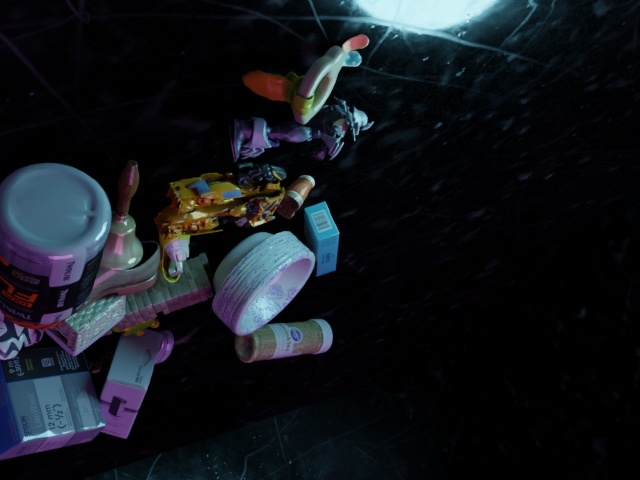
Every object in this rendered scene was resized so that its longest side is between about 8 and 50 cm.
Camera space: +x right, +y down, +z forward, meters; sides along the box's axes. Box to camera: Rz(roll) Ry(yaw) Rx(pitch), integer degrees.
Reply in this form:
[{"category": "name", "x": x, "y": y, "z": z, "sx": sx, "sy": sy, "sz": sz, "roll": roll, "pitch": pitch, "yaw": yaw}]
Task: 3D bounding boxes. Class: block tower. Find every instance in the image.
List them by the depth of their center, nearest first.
[{"category": "block tower", "x": -0.429, "y": 0.141, "z": 2.042, "sx": 0.335, "sy": 0.097, "sz": 0.091, "roll": -21, "pitch": 158, "yaw": -11}]

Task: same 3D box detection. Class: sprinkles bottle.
[{"category": "sprinkles bottle", "x": -0.121, "y": 0.337, "z": 2.754, "sx": 0.355, "sy": 0.121, "sz": 0.121, "roll": -1, "pitch": 148, "yaw": -45}]

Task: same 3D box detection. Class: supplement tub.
[{"category": "supplement tub", "x": -0.521, "y": 0.025, "z": 1.539, "sx": 0.207, "sy": 0.207, "sz": 0.338, "roll": -11, "pitch": 154, "yaw": -30}]

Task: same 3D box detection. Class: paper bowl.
[{"category": "paper bowl", "x": -0.159, "y": 0.093, "z": 2.070, "sx": 0.284, "sy": 0.148, "sz": 0.284, "roll": -42, "pitch": 164, "yaw": -15}]

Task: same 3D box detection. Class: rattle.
[{"category": "rattle", "x": -0.023, "y": -0.325, "z": 1.508, "sx": 0.200, "sy": 0.142, "sz": 0.130, "roll": -59, "pitch": 153, "yaw": -12}]

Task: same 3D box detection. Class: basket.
[{"category": "basket", "x": -0.542, "y": 0.163, "z": 1.880, "sx": 0.167, "sy": 0.113, "sz": 0.103, "roll": -43, "pitch": 169, "yaw": -38}]

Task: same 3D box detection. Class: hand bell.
[{"category": "hand bell", "x": -0.399, "y": -0.067, "z": 1.639, "sx": 0.126, "sy": 0.126, "sz": 0.242, "roll": -9, "pitch": 140, "yaw": -33}]

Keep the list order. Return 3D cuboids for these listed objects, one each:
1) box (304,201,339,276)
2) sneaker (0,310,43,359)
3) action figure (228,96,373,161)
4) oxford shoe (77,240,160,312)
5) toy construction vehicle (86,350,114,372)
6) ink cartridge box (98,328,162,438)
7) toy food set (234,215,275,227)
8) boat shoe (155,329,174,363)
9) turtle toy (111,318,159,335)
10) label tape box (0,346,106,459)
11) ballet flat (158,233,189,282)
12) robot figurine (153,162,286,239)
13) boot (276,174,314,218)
[{"category": "box", "x": 0.000, "y": 0.000, "z": 2.155, "sx": 0.060, "sy": 0.101, "sz": 0.244, "roll": -19, "pitch": 157, "yaw": -10}, {"category": "sneaker", "x": -0.679, "y": 0.156, "z": 1.827, "sx": 0.094, "sy": 0.153, "sz": 0.235, "roll": 15, "pitch": -167, "yaw": 5}, {"category": "action figure", "x": -0.035, "y": -0.214, "z": 1.595, "sx": 0.285, "sy": 0.099, "sz": 0.185, "roll": -9, "pitch": -162, "yaw": -8}, {"category": "oxford shoe", "x": -0.514, "y": 0.068, "z": 1.783, "sx": 0.348, "sy": 0.123, "sz": 0.130, "roll": -20, "pitch": 152, "yaw": -35}, {"category": "toy construction vehicle", "x": -0.657, "y": 0.354, "z": 2.371, "sx": 0.086, "sy": 0.035, "sz": 0.098, "roll": -11, "pitch": 155, "yaw": -49}, {"category": "ink cartridge box", "x": -0.543, "y": 0.392, "z": 2.273, "sx": 0.114, "sy": 0.197, "sz": 0.273, "roll": 19, "pitch": 133, "yaw": -12}, {"category": "toy food set", "x": -0.165, "y": -0.054, "z": 1.976, "sx": 0.078, "sy": 0.019, "sz": 0.122, "roll": -29, "pitch": 165, "yaw": 11}, {"category": "boat shoe", "x": -0.517, "y": 0.336, "z": 2.397, "sx": 0.075, "sy": 0.083, "sz": 0.226, "roll": -1, "pitch": 149, "yaw": -47}, {"category": "turtle toy", "x": -0.499, "y": 0.214, "z": 2.166, "sx": 0.130, "sy": 0.066, "sz": 0.095, "roll": -27, "pitch": 158, "yaw": 8}, {"category": "label tape box", "x": -0.763, "y": 0.418, "z": 2.110, "sx": 0.347, "sy": 0.249, "sz": 0.115, "roll": 0, "pitch": 148, "yaw": -46}, {"category": "ballet flat", "x": -0.339, "y": 0.028, "z": 1.900, "sx": 0.077, "sy": 0.077, "sz": 0.231, "roll": -13, "pitch": 155, "yaw": -24}, {"category": "robot figurine", "x": -0.207, "y": -0.081, "z": 1.782, "sx": 0.291, "sy": 0.085, "sz": 0.211, "roll": -10, "pitch": 154, "yaw": -32}, {"category": "boot", "x": -0.063, "y": -0.104, "z": 1.914, "sx": 0.085, "sy": 0.059, "sz": 0.158, "roll": -55, "pitch": -168, "yaw": -24}]
